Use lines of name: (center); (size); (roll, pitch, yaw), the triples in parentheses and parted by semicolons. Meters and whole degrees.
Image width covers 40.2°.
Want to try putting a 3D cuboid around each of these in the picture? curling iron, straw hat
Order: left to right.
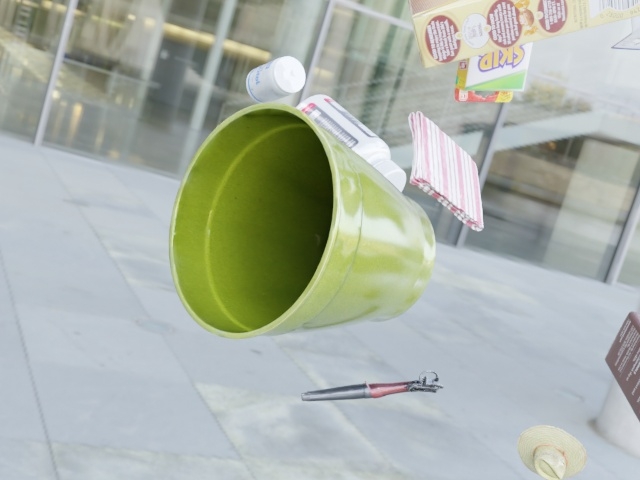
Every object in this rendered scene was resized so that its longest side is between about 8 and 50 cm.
curling iron: (0.098, 0.280, 1.670); (0.274, 0.035, 0.068); (-6, -30, 6)
straw hat: (0.457, 0.444, 1.747); (0.144, 0.144, 0.061); (18, 33, 9)

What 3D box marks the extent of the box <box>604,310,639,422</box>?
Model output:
box: (0.695, 0.302, 1.612); (0.191, 0.143, 0.381); (8, 32, -12)

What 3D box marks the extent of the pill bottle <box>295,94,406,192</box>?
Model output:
pill bottle: (0.063, -0.214, 2.205); (0.318, 0.176, 0.176); (44, 21, 30)

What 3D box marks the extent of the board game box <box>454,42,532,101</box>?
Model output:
board game box: (0.288, -0.347, 1.400); (0.124, 0.259, 0.039); (-4, 25, -27)

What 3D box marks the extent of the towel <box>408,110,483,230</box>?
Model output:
towel: (0.212, -0.115, 1.480); (0.029, 0.144, 0.197); (-22, -39, 34)

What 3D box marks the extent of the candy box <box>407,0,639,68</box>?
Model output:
candy box: (0.275, -0.347, 1.173); (0.316, 0.087, 0.183); (-12, 41, 9)

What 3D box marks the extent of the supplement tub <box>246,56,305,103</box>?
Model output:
supplement tub: (-0.085, -0.298, 1.630); (0.071, 0.071, 0.107); (12, -11, -33)

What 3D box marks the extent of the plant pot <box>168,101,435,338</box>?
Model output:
plant pot: (0.000, 0.000, 1.460); (0.366, 0.366, 0.353); (25, 6, 42)

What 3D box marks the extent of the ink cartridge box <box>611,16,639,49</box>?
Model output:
ink cartridge box: (0.826, -0.552, 1.946); (0.176, 0.371, 0.069); (-11, 70, -45)
